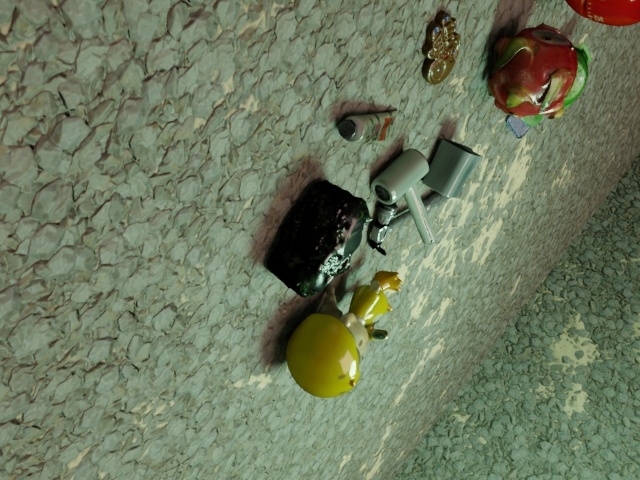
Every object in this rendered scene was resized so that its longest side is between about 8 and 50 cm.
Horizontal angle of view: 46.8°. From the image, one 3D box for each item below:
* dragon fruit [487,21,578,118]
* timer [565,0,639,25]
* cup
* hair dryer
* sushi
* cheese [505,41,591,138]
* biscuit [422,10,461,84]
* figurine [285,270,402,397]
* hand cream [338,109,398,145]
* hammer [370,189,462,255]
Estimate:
[{"bbox_3d":[0.513,-0.405,1.808,0.224,0.224,0.227,-23,139,-49],"label":"dragon fruit"},{"bbox_3d":[0.735,-0.711,1.772,0.378,0.279,0.378,-43,150,-33],"label":"timer"},{"bbox_3d":[0.331,-0.182,1.845,0.128,0.095,0.129,-6,126,-60],"label":"cup"},{"bbox_3d":[0.206,-0.077,1.688,0.131,0.073,0.236,-43,126,-26],"label":"hair dryer"},{"bbox_3d":[0.000,0.000,1.435,0.225,0.127,0.124,-57,154,1],"label":"sushi"},{"bbox_3d":[0.660,-0.433,2.130,0.320,0.083,0.204,-45,128,2],"label":"cheese"},{"bbox_3d":[0.257,-0.401,1.560,0.124,0.026,0.175,-52,153,-13],"label":"biscuit"},{"bbox_3d":[0.063,0.215,1.717,0.344,0.187,0.215,-42,141,-40],"label":"figurine"},{"bbox_3d":[0.102,-0.223,1.473,0.234,0.050,0.080,-18,130,-61],"label":"hand cream"},{"bbox_3d":[0.257,-0.088,1.874,0.427,0.044,0.152,-29,142,-45],"label":"hammer"}]
